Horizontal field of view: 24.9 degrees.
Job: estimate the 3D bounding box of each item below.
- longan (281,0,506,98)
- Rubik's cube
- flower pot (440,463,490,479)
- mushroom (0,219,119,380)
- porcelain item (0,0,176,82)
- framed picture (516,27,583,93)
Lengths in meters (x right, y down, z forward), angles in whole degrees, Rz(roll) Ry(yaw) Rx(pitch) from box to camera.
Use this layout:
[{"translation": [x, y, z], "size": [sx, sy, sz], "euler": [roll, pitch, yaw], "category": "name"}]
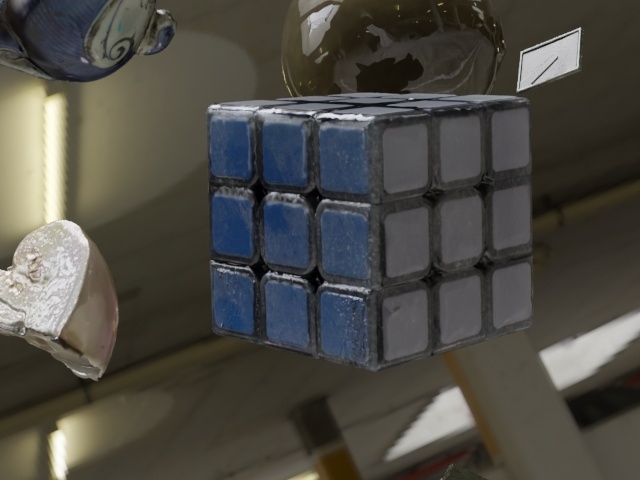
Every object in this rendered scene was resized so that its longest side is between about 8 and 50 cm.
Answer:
[{"translation": [0.109, -0.281, 2.220], "size": [0.361, 0.361, 0.361], "euler": [-23, -16, -7], "category": "longan"}, {"translation": [0.063, -0.025, 1.803], "size": [0.301, 0.305, 0.303], "euler": [9, 16, 44], "category": "Rubik's cube"}, {"translation": [0.230, 0.425, 1.841], "size": [0.290, 0.259, 0.290], "euler": [-58, -9, -14], "category": "flower pot"}, {"translation": [-0.349, 0.083, 2.016], "size": [0.236, 0.173, 0.162], "euler": [9, -25, 42], "category": "mushroom"}, {"translation": [-0.193, -0.262, 1.197], "size": [0.186, 0.138, 0.288], "euler": [-2, -50, -52], "category": "porcelain item"}, {"translation": [0.278, -0.217, 1.754], "size": [0.089, 0.066, 0.006], "euler": [-20, -42, 37], "category": "framed picture"}]
